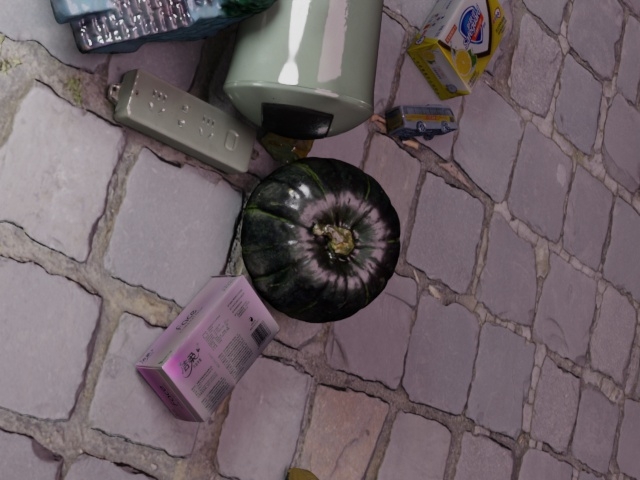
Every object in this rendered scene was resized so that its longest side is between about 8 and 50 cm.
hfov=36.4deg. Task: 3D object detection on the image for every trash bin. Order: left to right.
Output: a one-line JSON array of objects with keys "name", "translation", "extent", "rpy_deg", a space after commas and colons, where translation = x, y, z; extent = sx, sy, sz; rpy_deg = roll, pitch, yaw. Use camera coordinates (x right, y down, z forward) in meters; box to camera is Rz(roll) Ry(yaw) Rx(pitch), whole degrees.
[{"name": "trash bin", "translation": [-0.017, -0.400, 1.785], "extent": [0.280, 0.280, 0.432], "rpy_deg": [9, 90, -42]}]

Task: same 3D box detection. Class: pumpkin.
[{"name": "pumpkin", "translation": [0.000, 0.000, 1.887], "extent": [0.323, 0.241, 0.323], "rpy_deg": [-1, 93, -28]}]

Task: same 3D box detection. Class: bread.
[{"name": "bread", "translation": [-0.025, -0.276, 1.986], "extent": [0.087, 0.098, 0.269], "rpy_deg": [91, 23, -62]}]

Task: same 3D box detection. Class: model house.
[{"name": "model house", "translation": [-0.308, -0.504, 1.598], "extent": [0.339, 0.297, 0.360], "rpy_deg": [-21, 100, -39]}]

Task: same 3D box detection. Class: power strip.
[{"name": "power strip", "translation": [-0.239, -0.212, 1.803], "extent": [0.338, 0.058, 0.098], "rpy_deg": [24, 71, -40]}]

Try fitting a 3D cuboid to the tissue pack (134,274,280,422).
[{"name": "tissue pack", "translation": [-0.204, 0.192, 1.785], "extent": [0.246, 0.092, 0.148], "rpy_deg": [-50, 120, -33]}]

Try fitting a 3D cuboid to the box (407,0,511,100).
[{"name": "box", "translation": [0.334, -0.486, 2.326], "extent": [0.168, 0.097, 0.265], "rpy_deg": [50, 56, -29]}]

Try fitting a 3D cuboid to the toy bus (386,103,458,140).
[{"name": "toy bus", "translation": [0.233, -0.273, 2.247], "extent": [0.190, 0.064, 0.075], "rpy_deg": [-9, 81, -43]}]

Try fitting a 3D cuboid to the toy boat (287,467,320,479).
[{"name": "toy boat", "translation": [-0.042, 0.605, 1.894], "extent": [0.089, 0.121, 0.321], "rpy_deg": [19, 61, -40]}]
